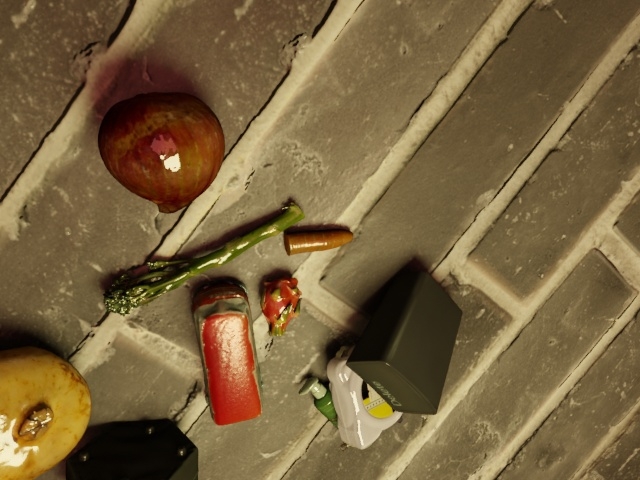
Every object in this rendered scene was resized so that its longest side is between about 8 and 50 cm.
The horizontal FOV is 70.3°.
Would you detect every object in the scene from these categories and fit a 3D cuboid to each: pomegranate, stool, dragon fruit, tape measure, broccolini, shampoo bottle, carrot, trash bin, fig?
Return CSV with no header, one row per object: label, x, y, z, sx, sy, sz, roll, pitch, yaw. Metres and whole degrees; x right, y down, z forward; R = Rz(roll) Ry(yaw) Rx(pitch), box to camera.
pomegranate,-0.511,0.288,0.743,0.248,0.248,0.249,-3,105,-12
stool,-0.343,0.444,0.836,0.232,0.232,0.141,0,103,-13
dragon fruit,-0.077,0.127,0.880,0.080,0.086,0.116,8,92,-10
tape measure,0.099,0.309,0.949,0.178,0.105,0.196,-8,87,-33
broccolini,-0.215,0.021,0.846,0.391,0.079,0.074,-30,99,-12
shampoo bottle,0.038,0.371,0.986,0.065,0.065,0.204,-40,109,-1
carrot,0.000,0.000,0.887,0.139,0.048,0.048,-6,106,-13
trash bin,0.176,0.194,0.896,0.165,0.115,0.226,45,53,-18
fig,-0.248,-0.139,0.727,0.205,0.205,0.205,-3,105,-12

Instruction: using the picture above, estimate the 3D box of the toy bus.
toy bus,-0.174,0.216,0.863,0.121,0.120,0.265,-8,107,-13
